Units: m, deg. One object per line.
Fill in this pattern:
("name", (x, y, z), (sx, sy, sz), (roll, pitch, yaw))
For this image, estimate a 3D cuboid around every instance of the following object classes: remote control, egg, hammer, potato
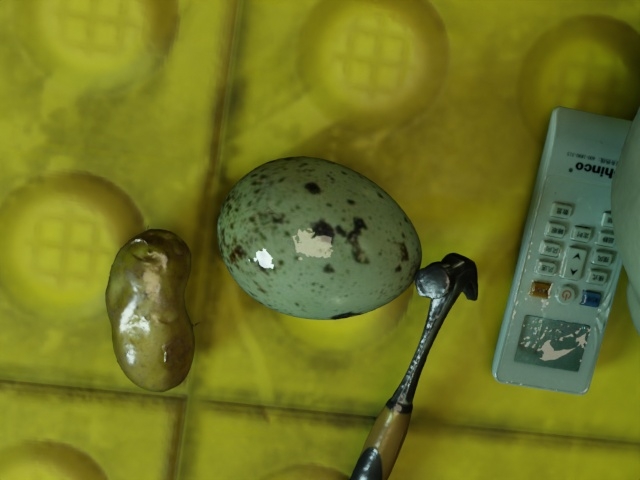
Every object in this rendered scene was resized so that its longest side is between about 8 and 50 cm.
("remote control", (0.143, 0.007, 0.620), (0.061, 0.029, 0.162), (11, 101, -8))
("egg", (0.000, 0.000, 0.568), (0.110, 0.085, 0.085), (11, 96, -15))
("hammer", (0.043, 0.098, 0.607), (0.021, 0.078, 0.201), (26, 106, 20))
("potato", (-0.092, 0.037, 0.580), (0.045, 0.046, 0.092), (-21, 116, -48))

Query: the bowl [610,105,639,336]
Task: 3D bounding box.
("bowl", (0.268, 0.017, 0.522), (0.307, 0.307, 0.163), (27, 121, -11))
